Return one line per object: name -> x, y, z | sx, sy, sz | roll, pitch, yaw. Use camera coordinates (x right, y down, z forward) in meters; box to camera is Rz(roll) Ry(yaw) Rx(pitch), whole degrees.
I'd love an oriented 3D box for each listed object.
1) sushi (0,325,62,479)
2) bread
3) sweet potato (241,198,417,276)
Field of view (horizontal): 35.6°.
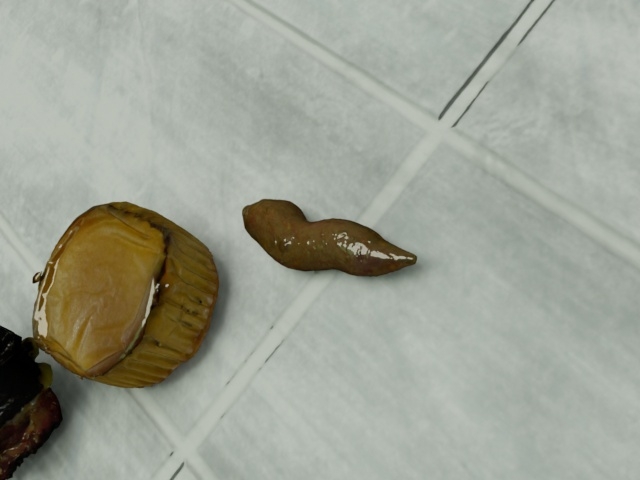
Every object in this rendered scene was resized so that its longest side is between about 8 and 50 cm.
sushi -> -0.357, 0.172, 1.042 | 0.153, 0.150, 0.172 | 18, 79, 37
bread -> -0.197, 0.058, 1.026 | 0.199, 0.104, 0.199 | -15, 63, 32
sweet potato -> -0.002, 0.003, 0.955 | 0.218, 0.051, 0.065 | 18, 77, 38
